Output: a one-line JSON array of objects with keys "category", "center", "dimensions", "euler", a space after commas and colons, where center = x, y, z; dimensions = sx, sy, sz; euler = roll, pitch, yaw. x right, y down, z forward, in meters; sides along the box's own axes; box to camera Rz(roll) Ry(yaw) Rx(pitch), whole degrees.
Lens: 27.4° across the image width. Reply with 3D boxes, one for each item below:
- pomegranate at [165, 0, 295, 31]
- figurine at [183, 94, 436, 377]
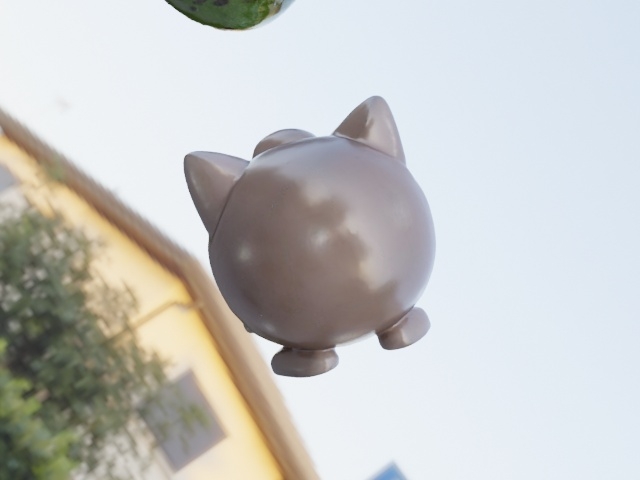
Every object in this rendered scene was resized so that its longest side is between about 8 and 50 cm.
[{"category": "pomegranate", "center": [-0.058, -0.212, 0.960], "dimensions": [0.169, 0.143, 0.122], "euler": [30, -69, 31]}, {"category": "figurine", "center": [0.000, 0.000, 0.717], "dimensions": [0.125, 0.125, 0.138], "euler": [-6, -75, 70]}]
